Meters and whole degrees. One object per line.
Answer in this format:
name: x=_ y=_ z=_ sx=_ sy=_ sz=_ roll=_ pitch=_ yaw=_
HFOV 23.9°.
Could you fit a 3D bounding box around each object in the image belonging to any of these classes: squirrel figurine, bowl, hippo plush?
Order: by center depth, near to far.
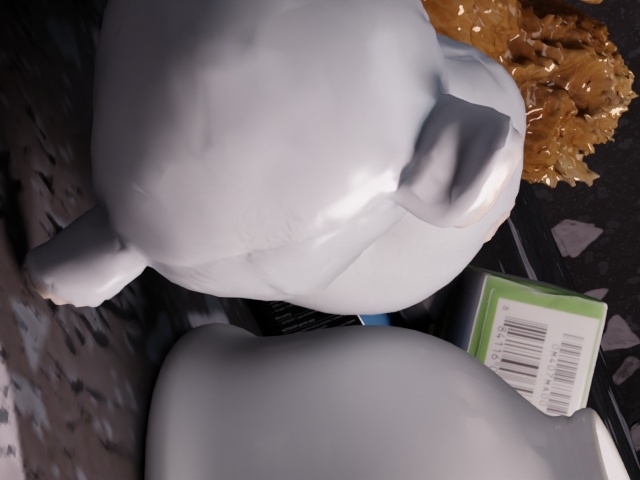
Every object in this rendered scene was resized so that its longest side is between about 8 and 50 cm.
hippo plush: x=0.007 y=-0.103 z=0.474 sx=0.294 sy=0.234 sz=0.236 roll=34 pitch=37 yaw=-66
bowl: x=0.062 y=0.150 z=0.552 sx=0.298 sy=0.134 sz=0.297 roll=-21 pitch=90 yaw=-79
squirrel figurine: x=0.099 y=-0.227 z=1.164 sx=0.370 sy=0.281 sz=0.397 roll=41 pitch=45 yaw=-69

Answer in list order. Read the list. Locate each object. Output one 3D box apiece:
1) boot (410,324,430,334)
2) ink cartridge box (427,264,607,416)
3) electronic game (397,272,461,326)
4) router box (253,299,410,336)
boot: x=0.132 y=0.150 z=0.969 sx=0.246 sy=0.094 sz=0.207 roll=38 pitch=35 yaw=-57
ink cartridge box: x=0.090 y=0.071 z=0.788 sx=0.209 sy=0.062 sz=0.109 roll=-119 pitch=-137 yaw=-89
electronic game: x=0.024 y=-0.069 z=0.750 sx=0.229 sy=0.048 sz=0.229 roll=-15 pitch=90 yaw=-81
router box: x=0.000 y=0.000 z=0.754 sx=0.179 sy=0.046 sz=0.133 roll=-92 pitch=157 yaw=-60
